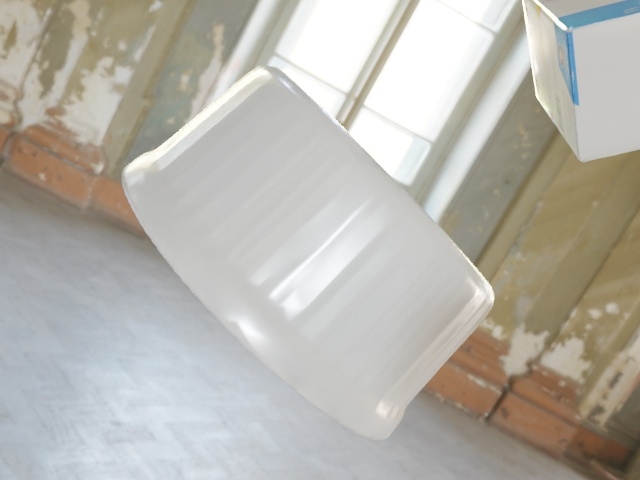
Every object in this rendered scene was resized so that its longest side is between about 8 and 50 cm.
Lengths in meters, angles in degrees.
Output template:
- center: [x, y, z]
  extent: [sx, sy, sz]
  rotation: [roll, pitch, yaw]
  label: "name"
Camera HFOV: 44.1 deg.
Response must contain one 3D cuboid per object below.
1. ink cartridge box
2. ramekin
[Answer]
- center: [0.200, -0.132, 0.548]
  extent: [0.090, 0.092, 0.143]
  rotation: [-12, 29, 8]
  label: "ink cartridge box"
- center: [0.000, 0.000, 0.592]
  extent: [0.277, 0.135, 0.277]
  rotation: [45, 5, -5]
  label: "ramekin"
